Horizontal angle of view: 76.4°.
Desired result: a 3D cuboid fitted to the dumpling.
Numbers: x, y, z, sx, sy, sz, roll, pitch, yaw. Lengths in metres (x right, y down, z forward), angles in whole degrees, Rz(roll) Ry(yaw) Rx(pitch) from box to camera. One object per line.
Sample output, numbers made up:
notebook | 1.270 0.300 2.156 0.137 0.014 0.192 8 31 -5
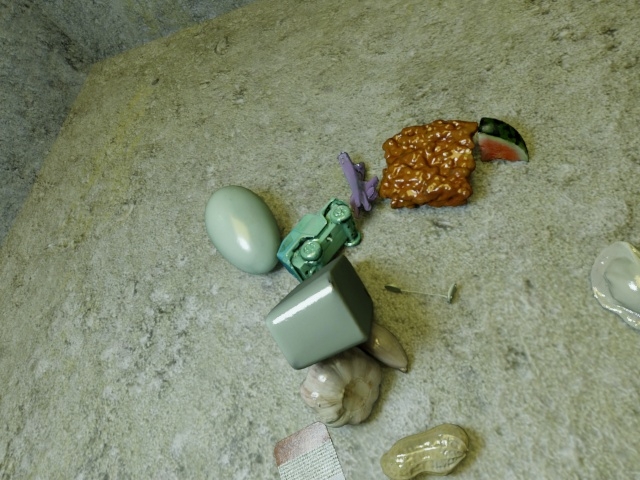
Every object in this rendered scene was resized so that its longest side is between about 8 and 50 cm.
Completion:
dumpling | 0.722 0.118 0.931 0.151 0.124 0.229 -54 53 36

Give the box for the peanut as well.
peanut | 0.241 0.493 0.939 0.214 0.090 0.098 -23 84 12

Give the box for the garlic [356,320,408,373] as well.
garlic | 0.152 0.277 1.096 0.196 0.101 0.087 25 64 29

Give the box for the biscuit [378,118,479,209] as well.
biscuit | 0.339 -0.246 1.308 0.318 0.110 0.312 -2 61 29

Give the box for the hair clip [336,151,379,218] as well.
hair clip | 0.134 -0.192 1.383 0.137 0.090 0.278 -37 50 29

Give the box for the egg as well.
egg | -0.264 -0.038 1.395 0.230 0.230 0.371 -36 58 1

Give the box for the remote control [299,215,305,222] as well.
remote control | -0.020 -0.055 1.424 0.124 0.018 0.053 15 67 30

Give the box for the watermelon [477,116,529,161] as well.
watermelon | 0.569 -0.312 1.256 0.145 0.137 0.193 7 23 29

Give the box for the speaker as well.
speaker | 0.014 0.172 1.047 0.184 0.406 0.183 -30 89 10

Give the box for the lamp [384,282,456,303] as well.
lamp | 0.281 0.135 1.156 0.198 0.050 0.056 8 68 26

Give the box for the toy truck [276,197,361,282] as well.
toy truck | 0.000 0.000 1.287 0.156 0.155 0.279 27 69 35

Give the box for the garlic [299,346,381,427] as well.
garlic | 0.030 0.363 1.066 0.218 0.218 0.212 -57 26 -14

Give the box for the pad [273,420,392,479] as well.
pad | 0.038 0.560 1.009 0.323 0.055 0.250 -42 51 19
